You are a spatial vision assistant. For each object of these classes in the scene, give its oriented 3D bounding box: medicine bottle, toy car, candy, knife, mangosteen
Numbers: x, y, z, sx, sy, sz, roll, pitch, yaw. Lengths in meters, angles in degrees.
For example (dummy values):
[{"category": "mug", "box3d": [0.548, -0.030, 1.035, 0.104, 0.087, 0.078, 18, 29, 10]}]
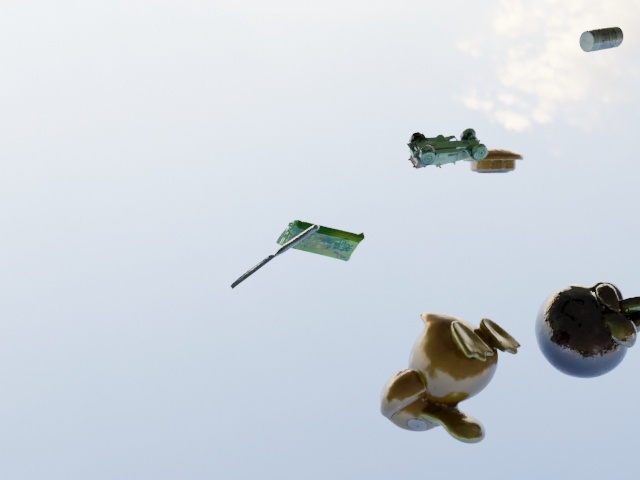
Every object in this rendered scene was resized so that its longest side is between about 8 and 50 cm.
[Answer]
[{"category": "medicine bottle", "box3d": [0.589, -0.423, 1.710, 0.083, 0.047, 0.047, -13, -136, -24]}, {"category": "toy car", "box3d": [0.233, -0.167, 1.500, 0.143, 0.054, 0.073, -6, -142, -15]}, {"category": "candy", "box3d": [0.000, 0.001, 1.794, 0.178, 0.102, 0.032, 13, -128, -15]}, {"category": "knife", "box3d": [-0.090, 0.030, 1.598, 0.210, 0.015, 0.028, -35, -167, 2]}, {"category": "mangosteen", "box3d": [0.528, 0.162, 1.573, 0.194, 0.230, 0.194, 32, -143, -28]}]

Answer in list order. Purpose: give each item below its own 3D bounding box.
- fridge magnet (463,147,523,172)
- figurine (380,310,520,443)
[{"category": "fridge magnet", "box3d": [0.413, -0.191, 1.948, 0.143, 0.063, 0.143, -2, -176, 0]}, {"category": "figurine", "box3d": [0.212, 0.234, 1.403, 0.215, 0.228, 0.215, 13, -170, -2]}]
